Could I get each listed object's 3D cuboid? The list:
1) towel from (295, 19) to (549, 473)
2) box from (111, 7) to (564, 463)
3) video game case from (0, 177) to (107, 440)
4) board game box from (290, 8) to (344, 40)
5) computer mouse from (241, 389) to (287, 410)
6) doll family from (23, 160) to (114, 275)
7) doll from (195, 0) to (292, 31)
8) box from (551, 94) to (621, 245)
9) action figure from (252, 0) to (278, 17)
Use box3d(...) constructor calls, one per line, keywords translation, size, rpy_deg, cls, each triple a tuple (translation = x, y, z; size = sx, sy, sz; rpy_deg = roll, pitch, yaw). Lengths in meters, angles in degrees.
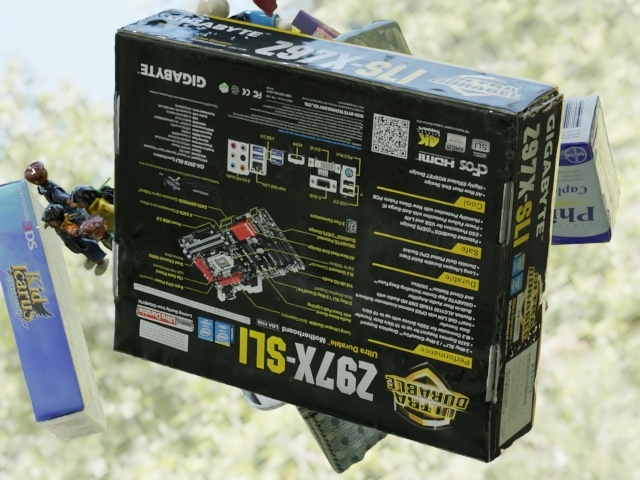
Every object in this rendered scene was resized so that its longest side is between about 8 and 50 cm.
box3d(translation=(0.033, -0.005, 1.650), size=(0.056, 0.312, 0.324), rpy_deg=(-27, 3, 44), cls="towel")
box3d(translation=(0.002, -0.010, 1.396), size=(0.079, 0.322, 0.257), rpy_deg=(-33, -49, -53), cls="box")
box3d(translation=(-0.316, 0.086, 2.266), size=(0.061, 0.269, 0.244), rpy_deg=(-15, -10, -4), cls="video game case")
box3d(translation=(0.054, -0.184, 2.205), size=(0.048, 0.141, 0.170), rpy_deg=(-55, -32, 8), cls="board game box")
box3d(translation=(-0.060, 0.108, 1.869), size=(0.106, 0.042, 0.193), rpy_deg=(-30, 21, -13), cls="computer mouse")
box3d(translation=(-0.240, -0.022, 2.012), size=(0.193, 0.111, 0.076), rpy_deg=(5, 60, 46), cls="doll family")
box3d(translation=(-0.070, -0.184, 2.106), size=(0.129, 0.189, 0.046), rpy_deg=(-37, 3, 23), cls="doll")
box3d(translation=(0.214, -0.065, 1.906), size=(0.126, 0.072, 0.137), rpy_deg=(-3, -45, 19), cls="box")
box3d(translation=(-0.057, -0.352, 1.668), size=(0.275, 0.248, 0.370), rpy_deg=(-48, -24, -28), cls="action figure")
